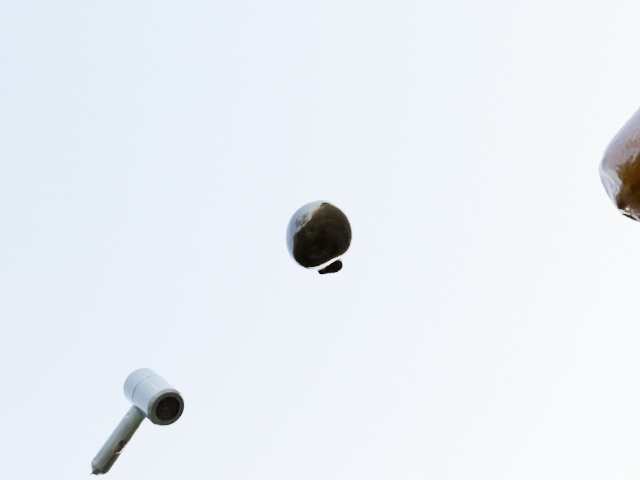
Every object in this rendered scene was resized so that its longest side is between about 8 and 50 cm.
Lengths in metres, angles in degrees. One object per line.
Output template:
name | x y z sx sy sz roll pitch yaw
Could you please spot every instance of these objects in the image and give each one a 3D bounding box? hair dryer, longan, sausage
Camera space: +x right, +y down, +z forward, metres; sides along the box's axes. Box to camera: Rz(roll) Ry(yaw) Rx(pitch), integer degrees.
hair dryer | -0.220 0.218 1.110 0.047 0.082 0.137 42 -100 -33
longan | 0.000 0.000 1.436 0.106 0.106 0.119 -53 -51 -50
sausage | 0.330 -0.112 0.793 0.098 0.238 0.098 43 -168 -12
